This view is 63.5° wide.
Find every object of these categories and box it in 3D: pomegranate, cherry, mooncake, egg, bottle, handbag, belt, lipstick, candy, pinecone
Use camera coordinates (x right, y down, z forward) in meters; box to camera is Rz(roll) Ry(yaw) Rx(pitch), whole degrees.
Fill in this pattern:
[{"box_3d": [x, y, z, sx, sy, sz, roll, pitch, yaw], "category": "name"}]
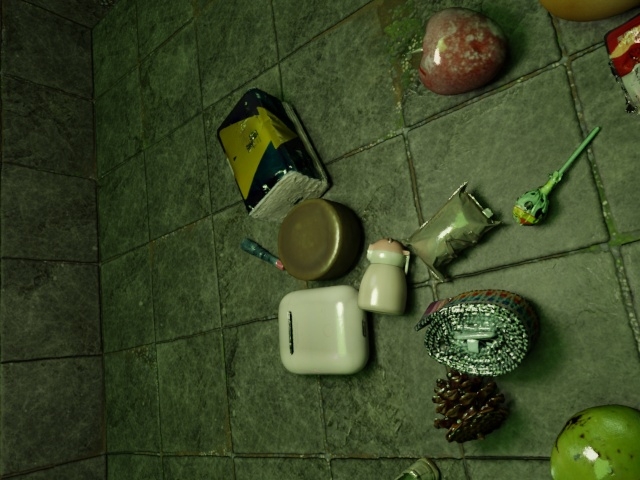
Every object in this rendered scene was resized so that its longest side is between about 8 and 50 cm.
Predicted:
[{"box_3d": [0.627, 0.490, 1.080, 0.260, 0.341, 0.261, 2, 101, 9], "category": "pomegranate"}, {"box_3d": [0.381, -0.536, 1.468, 0.285, 0.213, 0.236, 3, 114, 19], "category": "cherry"}, {"box_3d": [0.000, 0.000, 1.761, 0.284, 0.155, 0.285, -8, 77, 39], "category": "mooncake"}, {"box_3d": [0.668, -0.652, 1.211, 0.322, 0.250, 0.250, 3, 87, 30], "category": "egg"}, {"box_3d": [0.200, 0.105, 1.593, 0.147, 0.147, 0.237, 1, 78, 40], "category": "bottle"}, {"box_3d": [0.373, -0.018, 1.479, 0.270, 0.117, 0.183, -47, 66, 25], "category": "handbag"}, {"box_3d": [0.424, 0.242, 1.378, 0.295, 0.160, 0.207, -18, 91, 39], "category": "belt"}, {"box_3d": [-0.219, 0.057, 2.007, 0.234, 0.053, 0.054, 27, 102, 37], "category": "lipstick"}, {"box_3d": [0.606, -0.166, 1.324, 0.305, 0.091, 0.083, -54, 53, 13], "category": "candy"}, {"box_3d": [0.384, 0.433, 1.368, 0.207, 0.207, 0.208, -6, 81, 40], "category": "pinecone"}]

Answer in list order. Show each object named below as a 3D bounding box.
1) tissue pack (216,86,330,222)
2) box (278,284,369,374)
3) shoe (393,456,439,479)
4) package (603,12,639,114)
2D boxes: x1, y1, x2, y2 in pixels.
[{"box_3d": [-0.181, -0.309, 1.889, 0.264, 0.253, 0.417, -40, 60, 30], "category": "tissue pack"}, {"box_3d": [0.004, 0.302, 1.731, 0.348, 0.141, 0.289, -11, 79, 39], "category": "box"}, {"box_3d": [0.237, 0.752, 1.512, 0.103, 0.098, 0.275, 42, 113, 39], "category": "shoe"}, {"box_3d": [0.788, -0.423, 1.209, 0.194, 0.071, 0.270, -18, 61, 35], "category": "package"}]
